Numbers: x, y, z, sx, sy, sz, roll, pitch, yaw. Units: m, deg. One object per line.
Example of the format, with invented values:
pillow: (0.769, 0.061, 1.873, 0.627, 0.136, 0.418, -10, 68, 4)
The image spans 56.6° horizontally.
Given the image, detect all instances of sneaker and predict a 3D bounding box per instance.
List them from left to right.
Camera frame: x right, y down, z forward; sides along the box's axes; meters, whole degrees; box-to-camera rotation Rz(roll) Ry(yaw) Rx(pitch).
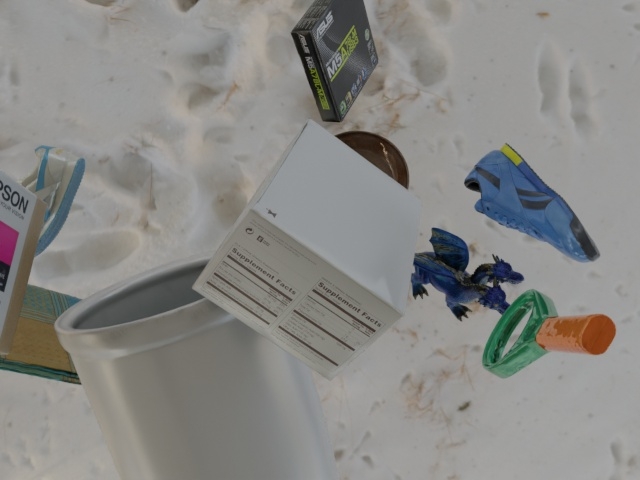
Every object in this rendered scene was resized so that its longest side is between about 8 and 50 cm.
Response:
sneaker: (-0.535, -0.069, 1.134, 0.092, 0.087, 0.228, 24, 91, -8)
sneaker: (0.236, -0.031, 0.687, 0.082, 0.209, 0.069, -38, 129, 11)

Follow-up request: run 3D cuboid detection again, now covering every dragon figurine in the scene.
dragon figurine: (0.191, 0.040, 0.953, 0.085, 0.289, 0.144, -44, 147, -21)

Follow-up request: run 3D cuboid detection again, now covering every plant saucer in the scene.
plant saucer: (0.062, -0.103, 1.082, 0.199, 0.036, 0.198, -3, 72, 10)

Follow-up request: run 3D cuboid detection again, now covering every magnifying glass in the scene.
magnifying glass: (0.187, 0.080, 0.510, 0.026, 0.231, 0.092, 32, 83, 4)

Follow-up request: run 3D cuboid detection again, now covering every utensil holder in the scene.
utensil holder: (-0.165, 0.238, 0.888, 0.328, 0.327, 0.385, -16, 102, -7)

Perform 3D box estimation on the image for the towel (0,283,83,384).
towel: (-0.523, 0.171, 1.126, 0.370, 0.271, 0.040, 26, 104, -41)

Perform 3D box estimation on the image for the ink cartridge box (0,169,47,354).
ink cartridge box: (-0.398, 0.000, 0.603, 0.088, 0.234, 0.193, 2, 70, 10)

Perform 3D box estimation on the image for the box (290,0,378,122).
box: (0.032, -0.336, 1.035, 0.190, 0.045, 0.184, -61, 148, -32)

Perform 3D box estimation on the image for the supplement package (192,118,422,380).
supplement package: (0.000, 0.000, 0.757, 0.204, 0.262, 0.145, 35, 124, -9)
